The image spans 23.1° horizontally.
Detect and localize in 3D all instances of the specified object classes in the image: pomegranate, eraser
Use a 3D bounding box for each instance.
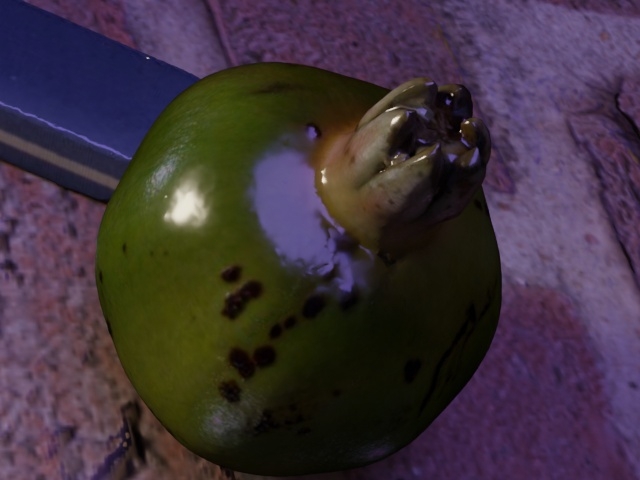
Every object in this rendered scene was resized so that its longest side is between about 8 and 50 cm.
[{"bbox_3d":[0.000,0.000,0.645,0.180,0.210,0.180,11,60,-19],"label":"pomegranate"},{"bbox_3d":[-0.170,-0.089,0.776,0.225,0.036,0.082,23,42,-3],"label":"eraser"}]
